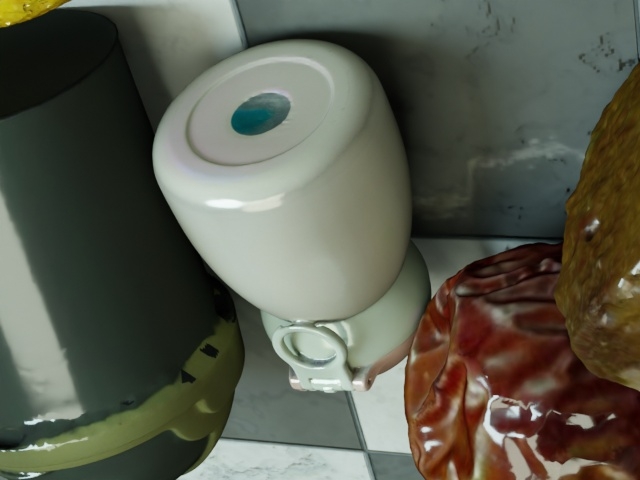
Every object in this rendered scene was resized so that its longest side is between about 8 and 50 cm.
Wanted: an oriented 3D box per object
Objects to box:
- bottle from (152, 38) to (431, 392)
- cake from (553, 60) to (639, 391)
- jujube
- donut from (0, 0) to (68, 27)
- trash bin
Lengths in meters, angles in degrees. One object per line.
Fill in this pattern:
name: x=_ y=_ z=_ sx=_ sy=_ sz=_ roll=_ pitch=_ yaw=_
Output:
bottle: x=0.000 y=0.000 z=0.984 sx=0.147 sy=0.147 sz=0.236 roll=-2 pitch=138 yaw=23
cake: x=0.300 y=-0.002 z=0.833 sx=0.293 sy=0.196 sz=0.199 roll=21 pitch=139 yaw=-8
jujube: x=0.224 y=0.117 z=0.971 sx=0.342 sy=0.216 sz=0.216 roll=10 pitch=139 yaw=-11
donut: x=-0.206 y=-0.234 z=0.853 sx=0.253 sy=0.118 sz=0.253 roll=18 pitch=131 yaw=22
trash bin: x=-0.170 y=0.034 z=1.011 sx=0.214 sy=0.214 sz=0.334 roll=0 pitch=124 yaw=21
